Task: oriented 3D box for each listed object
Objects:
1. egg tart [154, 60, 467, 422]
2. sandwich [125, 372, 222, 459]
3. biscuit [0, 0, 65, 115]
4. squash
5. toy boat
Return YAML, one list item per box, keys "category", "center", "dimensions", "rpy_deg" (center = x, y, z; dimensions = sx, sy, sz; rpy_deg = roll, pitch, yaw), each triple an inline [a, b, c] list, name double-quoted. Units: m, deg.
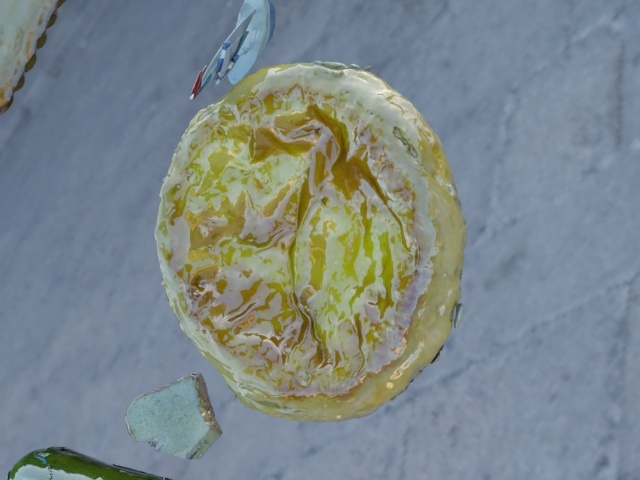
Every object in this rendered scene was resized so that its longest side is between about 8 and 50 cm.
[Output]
- category: "egg tart"
  center: [0.000, 0.001, 1.241]
  dimensions: [0.341, 0.132, 0.341]
  rpy_deg: [-1, 87, 27]
- category: "sandwich"
  center: [-0.169, 0.208, 1.501]
  dimensions: [0.105, 0.036, 0.093]
  rpy_deg: [-19, 73, 11]
- category: "biscuit"
  center: [-0.240, -0.222, 0.906]
  dimensions: [0.029, 0.172, 0.254]
  rpy_deg: [97, -165, -77]
- category: "squash"
  center: [-0.187, 0.248, 1.226]
  dimensions: [0.331, 0.087, 0.087]
  rpy_deg: [6, 62, 42]
- category: "toy boat"
  center: [-0.085, -0.191, 1.274]
  dimensions: [0.105, 0.034, 0.149]
  rpy_deg: [-64, -14, 19]
